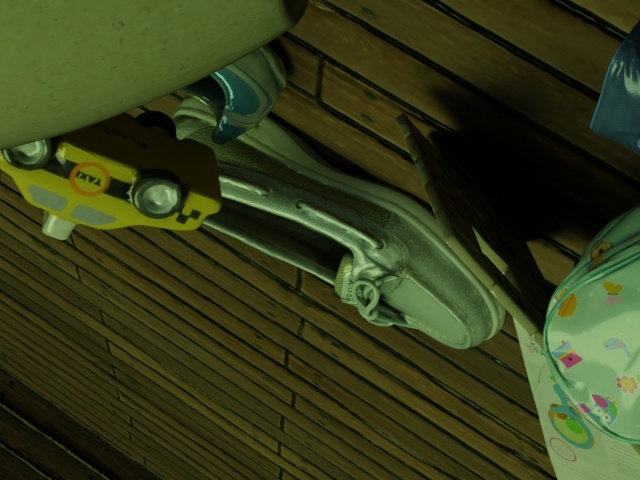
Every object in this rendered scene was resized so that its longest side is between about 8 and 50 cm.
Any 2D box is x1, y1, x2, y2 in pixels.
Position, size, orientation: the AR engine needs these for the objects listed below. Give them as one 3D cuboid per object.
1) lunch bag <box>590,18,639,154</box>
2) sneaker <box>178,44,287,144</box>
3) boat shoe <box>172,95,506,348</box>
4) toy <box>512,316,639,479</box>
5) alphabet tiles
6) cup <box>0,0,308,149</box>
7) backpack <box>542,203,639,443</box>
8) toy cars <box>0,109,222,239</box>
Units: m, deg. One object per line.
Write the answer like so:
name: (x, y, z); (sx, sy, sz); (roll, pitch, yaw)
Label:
lunch bag: (0.180, -0.080, 0.635); (0.065, 0.098, 0.067); (28, 151, 15)
sneaker: (-0.133, -0.165, 0.949); (0.237, 0.086, 0.085); (39, 159, -2)
boat shoe: (-0.001, -0.002, 1.048); (0.320, 0.103, 0.118); (34, 158, 6)
toy: (0.239, 0.139, 1.038); (0.137, 0.056, 0.237); (22, 149, 41)
alphabet tiles: (0.123, 0.015, 0.838); (0.198, 0.009, 0.237); (46, -166, -22)
cup: (-0.126, -0.193, 0.644); (0.237, 0.331, 0.331); (4, 150, 8)
backpack: (0.205, 0.027, 0.685); (0.182, 0.115, 0.152); (-30, 91, 35)
toy cars: (-0.227, -0.039, 0.827); (0.176, 0.394, 0.087); (43, 117, 23)
